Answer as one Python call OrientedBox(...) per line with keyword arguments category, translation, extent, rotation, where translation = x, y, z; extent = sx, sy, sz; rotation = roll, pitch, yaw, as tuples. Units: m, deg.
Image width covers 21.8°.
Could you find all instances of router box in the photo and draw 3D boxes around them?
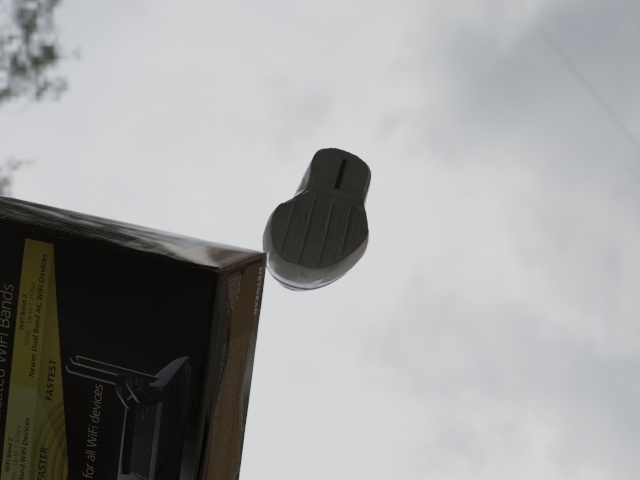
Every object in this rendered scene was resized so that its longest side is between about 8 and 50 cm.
OrientedBox(category="router box", translation=(-0.177, 0.137, 1.117), extent=(0.243, 0.308, 0.081), rotation=(13, -168, 20))

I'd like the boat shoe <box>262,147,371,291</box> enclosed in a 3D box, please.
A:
OrientedBox(category="boat shoe", translation=(0.000, 0.000, 1.397), extent=(0.083, 0.075, 0.226), rotation=(21, -152, 5))
